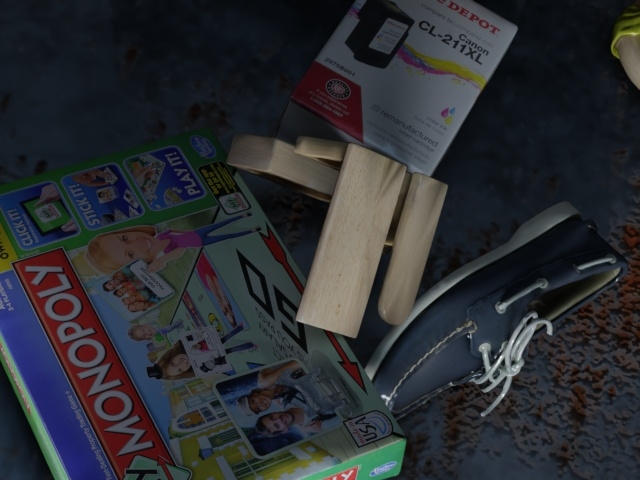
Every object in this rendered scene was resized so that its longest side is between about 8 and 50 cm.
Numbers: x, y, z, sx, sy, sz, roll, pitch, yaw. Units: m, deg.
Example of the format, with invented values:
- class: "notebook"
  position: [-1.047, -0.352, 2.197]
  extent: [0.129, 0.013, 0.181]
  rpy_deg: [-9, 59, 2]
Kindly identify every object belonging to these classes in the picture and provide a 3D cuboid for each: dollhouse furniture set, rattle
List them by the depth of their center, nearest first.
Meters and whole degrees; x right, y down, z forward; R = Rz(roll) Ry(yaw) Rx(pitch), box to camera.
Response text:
- class: "dollhouse furniture set"
  position: [0.000, 0.000, 1.085]
  extent: [0.144, 0.151, 0.123]
  rpy_deg: [20, 85, -45]
- class: "rattle"
  position: [0.356, -0.165, 1.270]
  extent: [0.200, 0.142, 0.130]
  rpy_deg: [44, 44, 16]

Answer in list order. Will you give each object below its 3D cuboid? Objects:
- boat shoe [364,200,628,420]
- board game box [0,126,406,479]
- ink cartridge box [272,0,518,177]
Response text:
- class: "boat shoe"
  position: [0.131, 0.063, 1.124]
  extent: [0.079, 0.095, 0.254]
  rpy_deg: [42, 52, 21]
- class: "board game box"
  position: [-0.109, 0.064, 1.038]
  extent: [0.213, 0.046, 0.317]
  rpy_deg: [-17, 52, -22]
- class: "ink cartridge box"
  position: [0.061, -0.128, 1.211]
  extent: [0.127, 0.072, 0.175]
  rpy_deg: [30, 61, 3]
